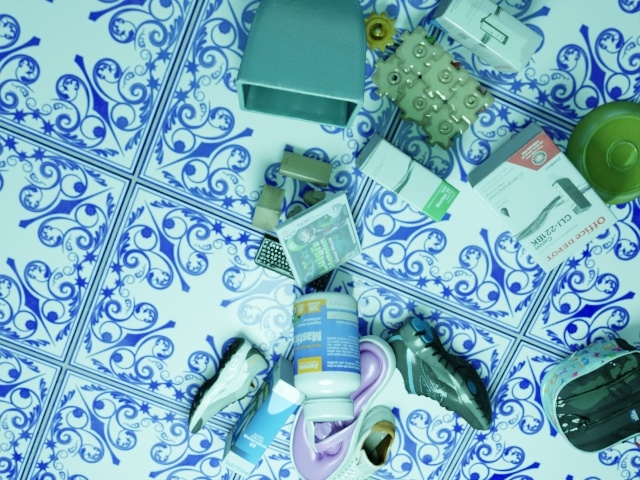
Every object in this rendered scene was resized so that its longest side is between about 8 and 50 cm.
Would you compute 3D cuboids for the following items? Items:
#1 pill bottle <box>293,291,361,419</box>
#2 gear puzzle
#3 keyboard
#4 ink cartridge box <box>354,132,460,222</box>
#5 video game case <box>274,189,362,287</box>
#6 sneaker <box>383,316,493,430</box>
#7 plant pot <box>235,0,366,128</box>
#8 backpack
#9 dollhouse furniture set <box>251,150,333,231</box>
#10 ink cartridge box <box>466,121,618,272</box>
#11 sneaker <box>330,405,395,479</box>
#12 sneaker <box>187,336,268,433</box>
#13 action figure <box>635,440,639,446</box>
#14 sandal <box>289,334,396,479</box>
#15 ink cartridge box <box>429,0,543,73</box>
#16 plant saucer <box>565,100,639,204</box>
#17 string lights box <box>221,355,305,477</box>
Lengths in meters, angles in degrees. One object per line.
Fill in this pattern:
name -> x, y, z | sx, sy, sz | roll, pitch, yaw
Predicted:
pill bottle -> 0.014, 0.264, 1.595 | 0.152, 0.152, 0.272 | -1, 70, -1
gear puzzle -> 0.209, -0.364, 1.563 | 0.339, 0.044, 0.175 | 42, 101, -8
keyboard -> -0.056, 0.042, 1.664 | 0.180, 0.023, 0.108 | 23, 102, -8
ink cartridge box -> 0.186, -0.142, 1.557 | 0.208, 0.153, 0.087 | 33, 100, -10
video game case -> 0.000, 0.000, 1.588 | 0.173, 0.022, 0.190 | -29, 134, -11
sneaker -> 0.285, 0.336, 1.714 | 0.139, 0.125, 0.341 | -38, 98, 26
plant pot -> -0.029, -0.394, 1.449 | 0.247, 0.247, 0.253 | 9, 87, -4
backpack -> 0.656, 0.369, 1.677 | 0.253, 0.191, 0.225 | -29, 101, -2
dollhouse furniture set -> -0.066, -0.103, 1.625 | 0.144, 0.123, 0.151 | 15, 68, -5
ink cartridge box -> 0.494, -0.095, 1.586 | 0.197, 0.114, 0.273 | -41, 103, 17
sneaker -> 0.087, 0.551, 1.745 | 0.105, 0.123, 0.290 | 28, 103, -10
sneaker -> -0.229, 0.367, 1.704 | 0.108, 0.100, 0.272 | 35, 101, -15
action figure -> 0.862, 0.517, 1.804 | 0.115, 0.030, 0.038 | 14, 109, -10
sandal -> 0.028, 0.403, 1.685 | 0.169, 0.102, 0.417 | 32, 105, 23
ink cartridge box -> 0.344, -0.443, 1.487 | 0.203, 0.148, 0.086 | 31, 99, -10
plant saucer -> 0.685, -0.196, 1.616 | 0.240, 0.037, 0.241 | -1, 104, -2
string lights box -> -0.134, 0.423, 1.700 | 0.076, 0.133, 0.260 | 32, 101, -9
